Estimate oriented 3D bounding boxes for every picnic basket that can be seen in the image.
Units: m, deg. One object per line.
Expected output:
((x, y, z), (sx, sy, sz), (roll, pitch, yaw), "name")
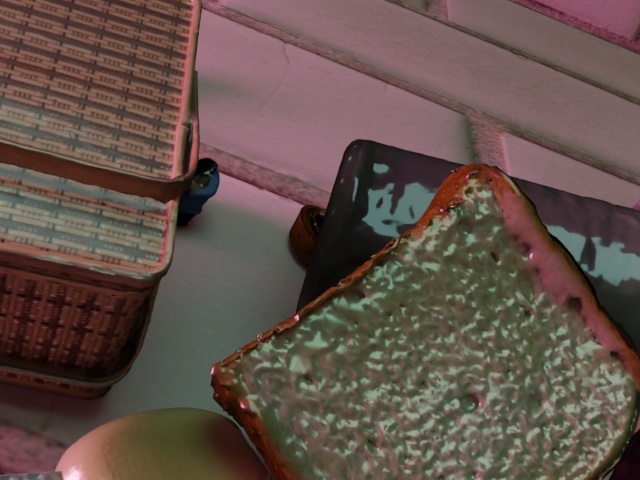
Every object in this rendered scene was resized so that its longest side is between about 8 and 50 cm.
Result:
((-0.215, -0.066, 0.653), (0.227, 0.175, 0.313), (14, 49, -16), "picnic basket")

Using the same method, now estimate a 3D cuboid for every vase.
((0.139, 0.027, 0.794), (0.291, 0.245, 0.245), (18, 29, 2), "vase")

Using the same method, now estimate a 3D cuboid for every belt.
((0.000, 0.000, 0.925), (0.059, 0.036, 0.083), (17, 29, -25), "belt")

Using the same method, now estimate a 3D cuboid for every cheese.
((-0.122, 0.149, 0.508), (0.255, 0.050, 0.127), (12, 29, -53), "cheese")

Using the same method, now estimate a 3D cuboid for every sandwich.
((0.083, 0.100, 0.606), (0.251, 0.087, 0.226), (-38, 84, -20), "sandwich")

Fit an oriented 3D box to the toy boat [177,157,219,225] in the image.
((-0.204, -0.086, 0.859), (0.223, 0.097, 0.100), (16, 25, -13), "toy boat")

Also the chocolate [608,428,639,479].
((0.320, 0.219, 0.506), (0.331, 0.384, 0.383), (27, 28, 26), "chocolate")
